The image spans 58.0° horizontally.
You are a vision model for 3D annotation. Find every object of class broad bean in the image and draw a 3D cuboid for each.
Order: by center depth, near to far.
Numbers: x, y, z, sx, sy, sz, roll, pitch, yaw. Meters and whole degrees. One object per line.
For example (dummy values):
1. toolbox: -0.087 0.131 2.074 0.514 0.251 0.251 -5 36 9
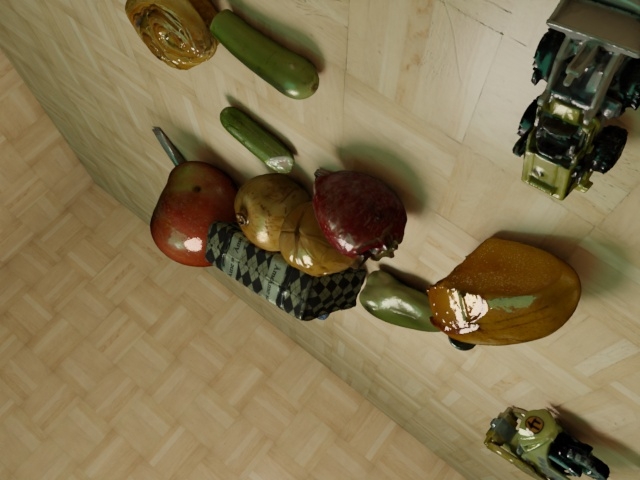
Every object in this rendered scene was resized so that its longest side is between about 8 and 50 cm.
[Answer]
1. broad bean: 0.230 0.183 1.573 0.263 0.121 0.189 25 159 35

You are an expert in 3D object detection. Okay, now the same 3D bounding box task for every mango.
1. mango: 0.347 0.097 1.098 0.198 0.201 0.350 10 166 -28

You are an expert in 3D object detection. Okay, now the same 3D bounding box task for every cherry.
1. cherry: 0.073 -0.061 1.255 0.249 0.192 0.175 44 126 24

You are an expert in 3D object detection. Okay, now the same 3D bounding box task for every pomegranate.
1. pomegranate: -0.134 -0.074 1.556 0.215 0.215 0.215 36 160 15

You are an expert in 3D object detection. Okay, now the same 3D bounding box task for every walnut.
1. walnut: 0.000 0.000 1.424 0.193 0.193 0.225 33 -177 23

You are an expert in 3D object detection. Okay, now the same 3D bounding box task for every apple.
1. apple: -0.400 -0.083 1.899 0.276 0.349 0.348 23 165 -15

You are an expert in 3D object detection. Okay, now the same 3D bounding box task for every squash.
1. squash: -0.103 -0.354 1.113 0.250 0.083 0.083 39 161 16
2. squash: -0.159 -0.252 1.448 0.238 0.069 0.069 39 161 8

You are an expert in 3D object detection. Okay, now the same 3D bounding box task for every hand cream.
1. hand cream: -0.533 -0.315 2.083 0.067 0.043 0.210 12 140 52

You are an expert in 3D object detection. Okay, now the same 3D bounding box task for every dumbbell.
1. dumbbell: 0.364 0.219 1.448 0.081 0.082 0.254 33 160 23

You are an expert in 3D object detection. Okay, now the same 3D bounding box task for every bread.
1. bread: -0.307 -0.457 1.207 0.198 0.120 0.236 50 159 -27

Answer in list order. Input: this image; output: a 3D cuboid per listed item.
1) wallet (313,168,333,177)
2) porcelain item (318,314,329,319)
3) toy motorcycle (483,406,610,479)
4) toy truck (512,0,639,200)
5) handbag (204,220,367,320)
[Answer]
1. wallet: 0.074 -0.080 1.442 0.119 0.025 0.232 21 153 45
2. porcelain item: -0.011 0.209 2.099 0.147 0.114 0.147 37 162 14
3. toy motorcycle: 0.616 0.581 1.623 0.237 0.169 0.410 40 161 7
4. toy truck: 0.305 -0.164 0.685 0.136 0.111 0.286 33 157 27
5. handbag: -0.098 0.065 1.734 0.415 0.180 0.316 27 -160 32
